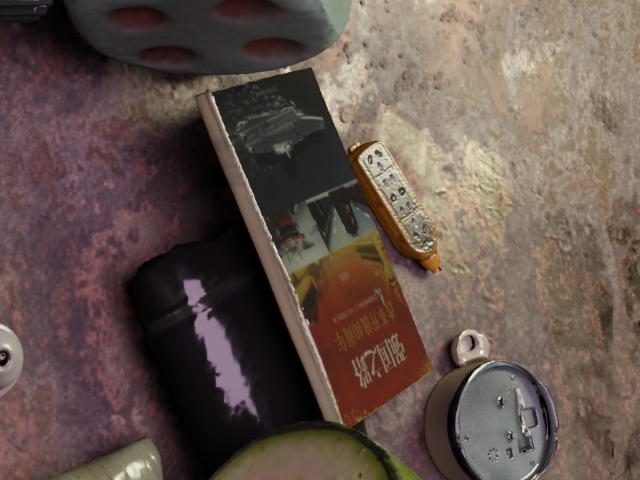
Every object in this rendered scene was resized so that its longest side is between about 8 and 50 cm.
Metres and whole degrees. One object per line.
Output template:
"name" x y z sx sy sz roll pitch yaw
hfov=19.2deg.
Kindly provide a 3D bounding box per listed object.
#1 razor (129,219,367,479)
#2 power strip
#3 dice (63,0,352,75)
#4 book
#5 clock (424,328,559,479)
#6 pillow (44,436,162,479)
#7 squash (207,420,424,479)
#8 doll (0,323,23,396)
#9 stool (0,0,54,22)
"razor" -0.061 0.152 1.995 0.204 0.113 0.349 -26 96 -33
"power strip" 0.090 -0.036 2.156 0.049 0.028 0.178 -38 102 -29
"dice" -0.114 -0.327 1.896 0.263 0.268 0.264 -3 76 12
"book" 0.000 0.000 2.015 0.262 0.028 0.374 -25 92 -65
"clock" 0.199 0.213 2.161 0.156 0.063 0.229 -9 88 -29
"pillow" -0.217 0.284 1.879 0.181 0.078 0.134 -23 105 -50
"squash" 0.067 0.377 1.881 0.384 0.263 0.263 44 62 -43
"doll" -0.356 0.205 1.833 0.160 0.094 0.365 0 83 -32
"stool" -0.436 -0.334 1.763 0.330 0.297 0.297 -10 87 -27
